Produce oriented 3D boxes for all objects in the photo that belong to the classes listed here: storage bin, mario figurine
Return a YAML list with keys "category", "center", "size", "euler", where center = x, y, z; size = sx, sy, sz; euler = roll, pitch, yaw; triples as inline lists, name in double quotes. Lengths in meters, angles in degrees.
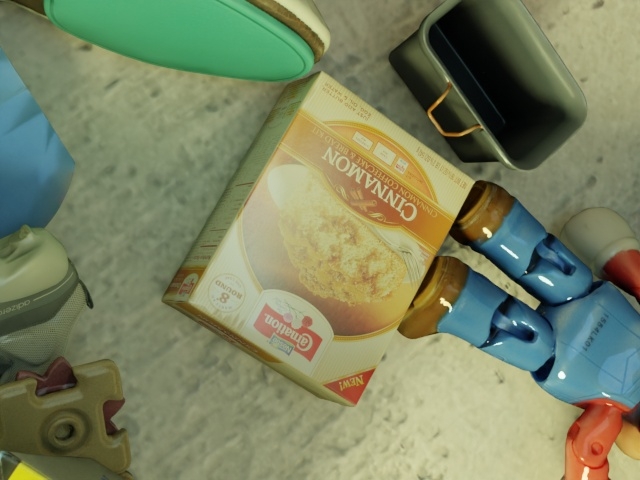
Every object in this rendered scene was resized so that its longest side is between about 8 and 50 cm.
- category: "storage bin"
  center: [0.111, -0.112, 0.876]
  size: [0.098, 0.091, 0.135]
  euler: [-42, 102, -19]
- category: "mario figurine"
  center: [0.206, 0.101, 0.913]
  size: [0.320, 0.170, 0.198]
  euler: [37, 111, -7]

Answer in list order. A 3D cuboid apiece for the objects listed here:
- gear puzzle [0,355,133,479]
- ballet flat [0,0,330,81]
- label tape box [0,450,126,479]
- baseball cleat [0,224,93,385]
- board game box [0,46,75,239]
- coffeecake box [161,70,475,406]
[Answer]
- category: "gear puzzle"
  center: [-0.277, 0.179, 0.714]
  size: [0.339, 0.044, 0.175]
  euler: [-13, 113, -22]
- category: "ballet flat"
  center: [-0.176, -0.204, 0.748]
  size: [0.400, 0.139, 0.139]
  euler: [9, 84, -20]
- category: "label tape box"
  center: [-0.160, 0.262, 0.693]
  size: [0.333, 0.106, 0.241]
  euler: [35, 90, -5]
- category: "baseball cleat"
  center: [-0.237, 0.076, 0.732]
  size: [0.206, 0.072, 0.109]
  euler: [-29, 122, -7]
- category: "board game box"
  center: [-0.243, -0.063, 0.754]
  size: [0.133, 0.033, 0.169]
  euler: [-32, 105, -5]
- category: "coffeecake box"
  center: [0.000, 0.000, 0.836]
  size: [0.142, 0.068, 0.185]
  euler: [34, 76, -19]
